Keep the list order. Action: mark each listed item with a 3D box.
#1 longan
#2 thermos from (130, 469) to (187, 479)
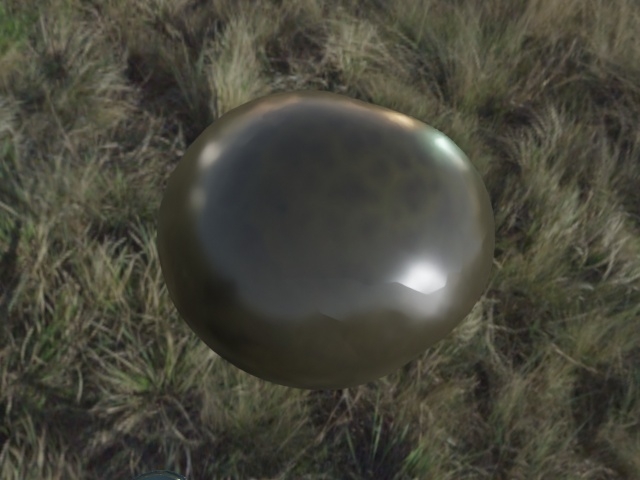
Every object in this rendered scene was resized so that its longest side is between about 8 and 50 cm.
[{"bbox_3d":[0.000,0.000,0.440,0.212,0.198,0.198,17,47,11],"label":"longan"},{"bbox_3d":[-0.257,0.515,1.201,0.144,0.287,0.182,9,47,13],"label":"thermos"}]
